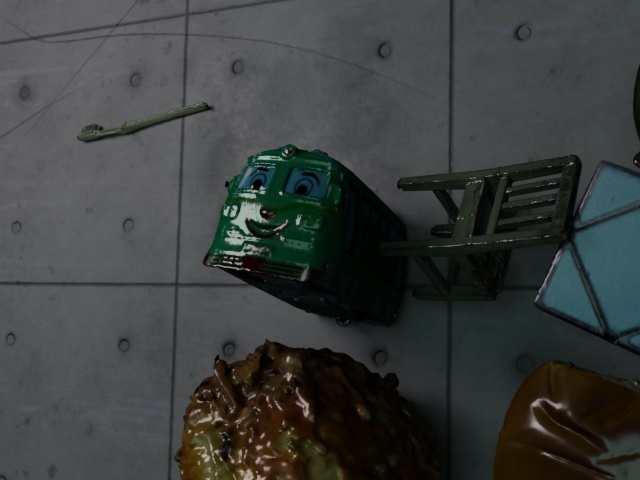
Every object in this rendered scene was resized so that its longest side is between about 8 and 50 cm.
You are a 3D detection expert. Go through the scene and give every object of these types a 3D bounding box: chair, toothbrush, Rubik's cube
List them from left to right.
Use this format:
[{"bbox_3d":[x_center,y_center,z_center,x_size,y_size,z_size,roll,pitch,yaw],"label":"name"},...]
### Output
[{"bbox_3d":[-0.332,-0.219,1.496,0.294,0.026,0.028,-6,67,24],"label":"toothbrush"},{"bbox_3d":[0.234,-0.008,1.106,0.271,0.147,0.136,-5,52,35],"label":"chair"},{"bbox_3d":[0.420,0.037,1.029,0.205,0.207,0.205,26,95,26],"label":"Rubik's cube"}]

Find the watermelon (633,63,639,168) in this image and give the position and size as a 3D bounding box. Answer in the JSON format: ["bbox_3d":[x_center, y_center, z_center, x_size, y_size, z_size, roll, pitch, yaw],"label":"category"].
[{"bbox_3d":[0.524,-0.192,0.954,0.279,0.279,0.359,39,76,23],"label":"watermelon"}]

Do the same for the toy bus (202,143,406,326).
[{"bbox_3d":[0.000,0.000,1.158,0.184,0.343,0.199,8,78,25],"label":"toy bus"}]

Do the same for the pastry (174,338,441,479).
[{"bbox_3d":[-0.022,0.299,1.107,0.292,0.405,0.337,-42,71,32],"label":"pastry"}]

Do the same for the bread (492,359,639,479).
[{"bbox_3d":[0.370,0.295,1.016,0.279,0.225,0.250,16,90,29],"label":"bread"}]
